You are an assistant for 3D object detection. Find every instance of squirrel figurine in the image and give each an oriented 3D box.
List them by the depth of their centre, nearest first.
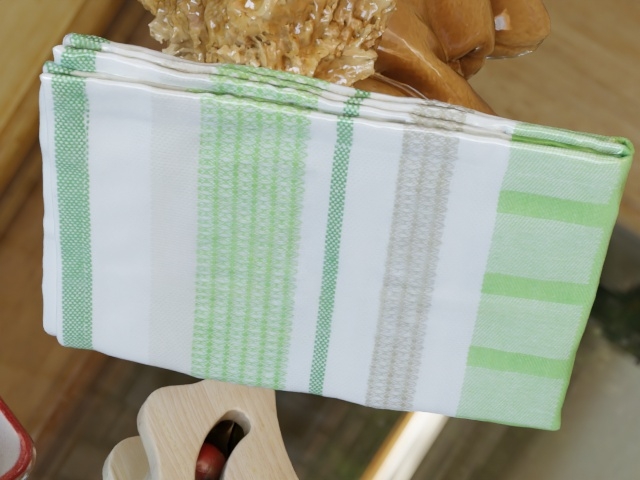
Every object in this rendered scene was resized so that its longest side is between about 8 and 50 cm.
[{"bbox_3d":[-0.006,-0.091,1.210,0.397,0.281,0.370,53,-157,-37],"label":"squirrel figurine"}]

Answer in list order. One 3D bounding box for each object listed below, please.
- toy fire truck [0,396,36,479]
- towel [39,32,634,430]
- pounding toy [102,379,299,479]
[{"bbox_3d":[-0.377,0.176,1.297,0.254,0.302,0.169,51,169,6],"label":"toy fire truck"},{"bbox_3d":[0.000,0.000,0.486,0.152,0.023,0.113,10,136,2],"label":"towel"},{"bbox_3d":[-0.023,0.187,1.077,0.154,0.155,0.270,5,-129,-28],"label":"pounding toy"}]
